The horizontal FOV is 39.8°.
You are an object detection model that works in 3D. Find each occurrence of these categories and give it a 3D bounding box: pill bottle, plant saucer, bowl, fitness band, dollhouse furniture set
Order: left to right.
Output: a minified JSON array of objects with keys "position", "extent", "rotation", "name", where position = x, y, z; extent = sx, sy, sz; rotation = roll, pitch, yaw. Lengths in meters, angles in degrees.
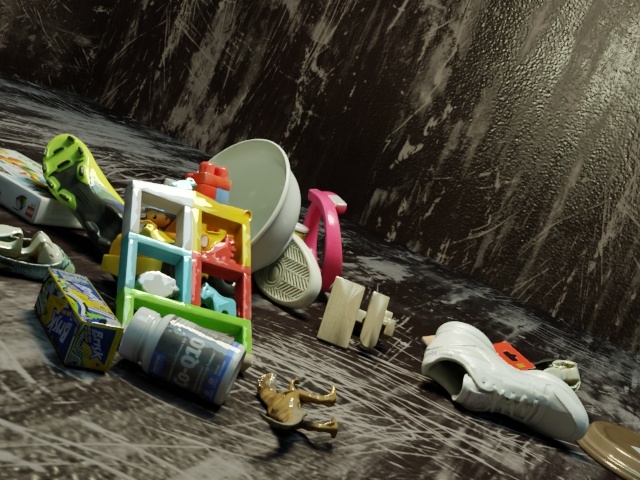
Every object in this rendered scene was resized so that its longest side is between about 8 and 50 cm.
[{"position":[-0.165,0.136,1.058],"extent":[0.137,0.078,0.078],"rotation":[23,8,3],"name":"pill bottle"},{"position":[-0.143,-0.036,1.677],"extent":[0.134,0.298,0.298],"rotation":[44,-7,-39],"name":"bowl"},{"position":[-0.075,0.016,1.955],"extent":[0.065,0.116,0.065],"rotation":[23,8,-4],"name":"pill bottle"},{"position":[0.000,0.000,1.948],"extent":[0.054,0.209,0.291],"rotation":[6,12,-14],"name":"fitness band"},{"position":[0.057,0.170,1.636],"extent":[0.144,0.123,0.151],"rotation":[22,-27,-7],"name":"dollhouse furniture set"},{"position":[0.592,0.399,1.581],"extent":[0.278,0.041,0.278],"rotation":[23,9,-4],"name":"plant saucer"}]

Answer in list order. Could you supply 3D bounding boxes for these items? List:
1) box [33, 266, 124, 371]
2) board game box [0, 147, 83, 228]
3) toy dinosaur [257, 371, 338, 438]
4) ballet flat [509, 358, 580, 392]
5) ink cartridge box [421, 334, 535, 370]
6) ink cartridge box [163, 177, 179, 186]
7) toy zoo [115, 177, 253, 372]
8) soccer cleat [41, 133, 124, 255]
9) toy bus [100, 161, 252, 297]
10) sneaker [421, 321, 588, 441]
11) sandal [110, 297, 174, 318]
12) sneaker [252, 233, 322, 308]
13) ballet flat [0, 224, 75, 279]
[{"position":[-0.291,0.092,1.056],"extent":[0.054,0.059,0.169],"rotation":[16,10,-33],"name":"box"},{"position":[-0.553,-0.105,1.643],"extent":[0.305,0.053,0.193],"rotation":[27,9,26],"name":"board game box"},{"position":[-0.034,0.210,1.065],"extent":[0.112,0.064,0.211],"rotation":[3,3,-12],"name":"toy dinosaur"},{"position":[0.457,0.282,1.756],"extent":[0.096,0.095,0.280],"rotation":[-18,-13,37],"name":"ballet flat"},{"position":[0.302,0.216,1.702],"extent":[0.179,0.045,0.145],"rotation":[-9,16,-10],"name":"ink cartridge box"},{"position":[-0.274,-0.067,2.083],"extent":[0.191,0.082,0.140],"rotation":[31,11,36],"name":"ink cartridge box"},{"position":[-0.186,0.029,1.234],"extent":[0.192,0.030,0.293],"rotation":[19,48,-29],"name":"toy zoo"},{"position":[-0.393,-0.067,1.537],"extent":[0.289,0.093,0.121],"rotation":[50,-5,25],"name":"soccer cleat"},{"position":[-0.212,-0.021,1.378],"extent":[0.149,0.211,0.220],"rotation":[5,-3,40],"name":"toy bus"},{"position":[0.308,0.269,1.524],"extent":[0.305,0.114,0.152],"rotation":[30,36,16],"name":"sneaker"},{"position":[-0.223,0.098,1.275],"extent":[0.067,0.040,0.179],"rotation":[27,9,33],"name":"sandal"},{"position":[-0.072,0.043,1.782],"extent":[0.148,0.131,0.350],"rotation":[31,7,-40],"name":"sneaker"},{"position":[-0.410,0.013,1.215],"extent":[0.188,0.070,0.070],"rotation":[11,14,-48],"name":"ballet flat"}]
